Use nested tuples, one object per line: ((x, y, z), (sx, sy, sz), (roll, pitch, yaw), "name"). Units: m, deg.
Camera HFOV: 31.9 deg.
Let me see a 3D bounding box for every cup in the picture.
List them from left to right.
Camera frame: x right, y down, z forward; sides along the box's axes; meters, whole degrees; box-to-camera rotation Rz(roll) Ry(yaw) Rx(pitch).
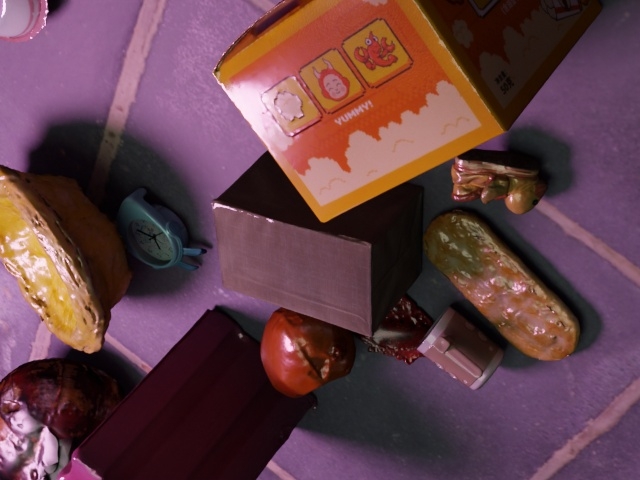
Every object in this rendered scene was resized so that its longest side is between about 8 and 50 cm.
((0.191, 0.142, 1.482), (0.099, 0.074, 0.102), (37, 164, 3), "cup")

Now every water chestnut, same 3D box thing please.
((-0.474, 0.337, 2.007), (0.289, 0.244, 0.289), (3, 102, 13), "water chestnut")

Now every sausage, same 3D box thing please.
((-0.022, 0.149, 1.572), (0.133, 0.133, 0.258), (40, 167, 2), "sausage")

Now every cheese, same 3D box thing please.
((-0.432, -0.378, 1.535), (0.189, 0.074, 0.286), (48, 135, -8), "cheese")

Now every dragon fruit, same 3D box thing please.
((0.104, 0.137, 1.555), (0.131, 0.063, 0.097), (45, 137, -2), "dragon fruit")

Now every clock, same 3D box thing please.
((-0.245, -0.004, 1.710), (0.147, 0.045, 0.108), (36, 137, 6), "clock")

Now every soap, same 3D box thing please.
((-0.192, 0.297, 1.677), (0.233, 0.359, 0.128), (42, 135, 0), "soap")

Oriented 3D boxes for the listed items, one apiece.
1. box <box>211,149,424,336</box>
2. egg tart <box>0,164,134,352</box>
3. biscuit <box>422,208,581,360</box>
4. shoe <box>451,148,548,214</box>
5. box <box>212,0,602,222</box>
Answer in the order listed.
((0.000, 0.000, 1.462), (0.231, 0.149, 0.155), (16, 130, 26), "box")
((-0.405, 0.013, 1.746), (0.345, 0.132, 0.345), (39, 148, 29), "egg tart")
((0.231, 0.062, 1.432), (0.247, 0.029, 0.118), (45, 137, -2), "biscuit")
((0.207, -0.071, 1.319), (0.109, 0.072, 0.069), (3, 122, -16), "shoe")
((0.090, -0.209, 1.139), (0.259, 0.283, 0.214), (-27, 106, 44), "box")
